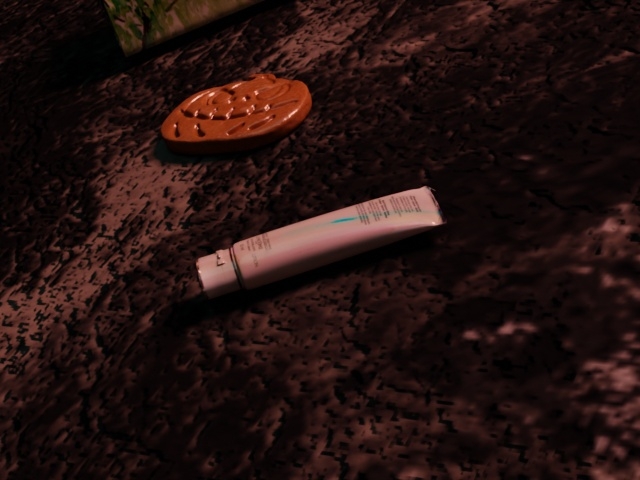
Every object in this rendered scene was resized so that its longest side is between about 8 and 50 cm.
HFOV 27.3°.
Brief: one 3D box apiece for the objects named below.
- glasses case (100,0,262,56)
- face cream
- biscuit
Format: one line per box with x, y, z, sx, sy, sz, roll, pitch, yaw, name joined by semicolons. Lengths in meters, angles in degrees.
-0.023;-0.210;0.906;0.272;0.062;0.095;-23;25;-5;glasses case
0.000;0.000;0.596;0.115;0.020;0.038;-19;30;1;face cream
-0.047;-0.075;0.748;0.091;0.015;0.078;-3;35;27;biscuit
